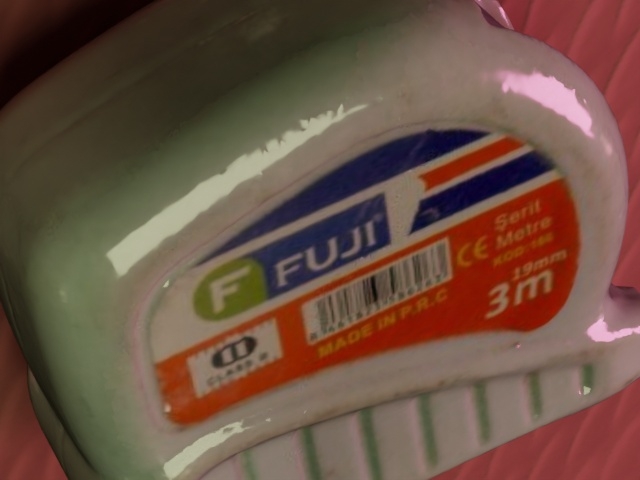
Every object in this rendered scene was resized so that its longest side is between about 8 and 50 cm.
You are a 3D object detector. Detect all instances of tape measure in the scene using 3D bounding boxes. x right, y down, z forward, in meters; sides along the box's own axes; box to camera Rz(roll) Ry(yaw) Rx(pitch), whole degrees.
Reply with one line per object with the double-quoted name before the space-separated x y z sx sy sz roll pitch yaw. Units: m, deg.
"tape measure" 0.000 0.001 0.702 0.243 0.125 0.246 -25 132 -17
